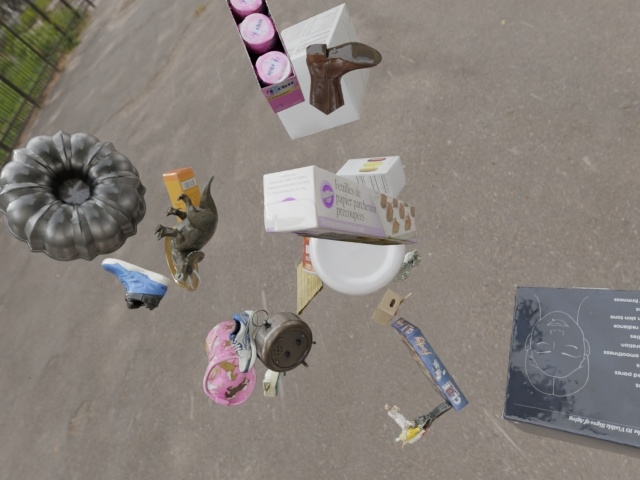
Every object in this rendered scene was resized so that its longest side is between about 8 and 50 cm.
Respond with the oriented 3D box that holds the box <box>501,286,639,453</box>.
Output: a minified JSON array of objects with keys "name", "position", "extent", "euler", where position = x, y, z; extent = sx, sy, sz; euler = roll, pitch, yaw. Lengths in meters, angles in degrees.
[{"name":"box","position":[0.910,0.429,1.428],"extent":[0.480,0.297,0.471],"euler":[-2,60,39]}]

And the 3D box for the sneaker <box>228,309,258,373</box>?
[{"name":"sneaker","position":[-0.175,0.221,0.935],"extent":[0.052,0.058,0.135],"euler":[-10,77,47]}]

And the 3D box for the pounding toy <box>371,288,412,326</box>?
[{"name":"pounding toy","position":[0.305,0.280,1.830],"extent":[0.100,0.130,0.141],"euler":[30,54,7]}]

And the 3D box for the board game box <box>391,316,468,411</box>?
[{"name":"board game box","position":[0.299,0.338,1.196],"extent":[0.042,0.243,0.165],"euler":[-34,2,-5]}]

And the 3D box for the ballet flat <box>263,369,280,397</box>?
[{"name":"ballet flat","position":[-0.235,0.674,2.067],"extent":[0.086,0.248,0.086],"euler":[7,36,-5]}]

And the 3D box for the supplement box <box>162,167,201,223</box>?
[{"name":"supplement box","position":[-0.461,-0.131,1.490],"extent":[0.078,0.233,0.080],"euler":[2,23,34]}]

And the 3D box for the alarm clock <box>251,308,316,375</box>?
[{"name":"alarm clock","position":[-0.090,0.218,0.952],"extent":[0.129,0.192,0.064],"euler":[-45,32,-12]}]

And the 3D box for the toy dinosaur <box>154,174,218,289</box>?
[{"name":"toy dinosaur","position":[-0.368,-0.036,1.233],"extent":[0.121,0.160,0.313],"euler":[2,65,57]}]

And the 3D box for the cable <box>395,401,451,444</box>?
[{"name":"cable","position":[0.408,0.678,1.587],"extent":[0.287,0.139,0.072],"euler":[-48,47,36]}]

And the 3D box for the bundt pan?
[{"name":"bundt pan","position":[-0.591,-0.119,1.031],"extent":[0.124,0.331,0.330],"euler":[-29,35,62]}]

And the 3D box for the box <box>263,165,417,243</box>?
[{"name":"box","position":[0.048,-0.031,0.559],"extent":[0.067,0.324,0.063],"euler":[-6,84,28]}]

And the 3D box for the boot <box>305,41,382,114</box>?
[{"name":"boot","position":[0.032,-0.225,0.616],"extent":[0.106,0.114,0.037],"euler":[11,64,9]}]

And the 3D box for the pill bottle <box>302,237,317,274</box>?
[{"name":"pill bottle","position":[0.000,0.000,1.451],"extent":[0.121,0.121,0.216],"euler":[17,111,44]}]

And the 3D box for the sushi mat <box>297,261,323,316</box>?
[{"name":"sushi mat","position":[-0.042,0.136,1.599],"extent":[0.151,0.019,0.316],"euler":[-49,20,20]}]

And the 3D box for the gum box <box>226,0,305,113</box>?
[{"name":"gum box","position":[-0.092,-0.327,0.721],"extent":[0.062,0.107,0.188],"euler":[-21,85,5]}]

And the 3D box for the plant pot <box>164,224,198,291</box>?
[{"name":"plant pot","position":[-0.481,0.065,1.460],"extent":[0.032,0.236,0.236],"euler":[-16,28,-36]}]

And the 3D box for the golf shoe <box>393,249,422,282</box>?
[{"name":"golf shoe","position":[0.313,0.105,1.656],"extent":[0.176,0.069,0.086],"euler":[-34,9,-25]}]

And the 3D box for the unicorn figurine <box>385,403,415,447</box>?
[{"name":"unicorn figurine","position":[0.289,0.650,1.533],"extent":[0.060,0.111,0.162],"euler":[-25,70,-19]}]

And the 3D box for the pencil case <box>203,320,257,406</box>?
[{"name":"pencil case","position":[-0.301,0.390,1.406],"extent":[0.160,0.167,0.386],"euler":[-12,7,-13]}]

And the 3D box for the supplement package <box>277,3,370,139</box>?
[{"name":"supplement package","position":[-0.006,-0.437,1.114],"extent":[0.198,0.199,0.262],"euler":[-11,42,25]}]

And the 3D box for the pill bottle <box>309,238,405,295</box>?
[{"name":"pill bottle","position":[0.087,0.021,1.079],"extent":[0.210,0.363,0.210],"euler":[0,88,3]}]

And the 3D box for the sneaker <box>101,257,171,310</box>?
[{"name":"sneaker","position":[-0.400,0.096,0.896],"extent":[0.152,0.058,0.084],"euler":[19,69,1]}]

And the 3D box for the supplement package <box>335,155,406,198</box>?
[{"name":"supplement package","position":[0.211,-0.255,1.781],"extent":[0.244,0.134,0.139],"euler":[3,40,37]}]
